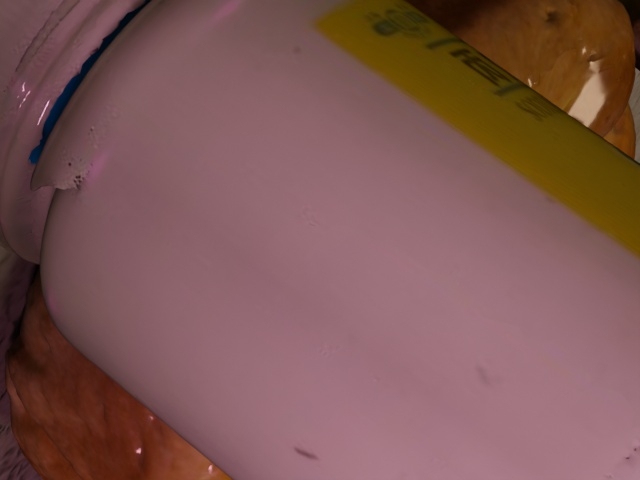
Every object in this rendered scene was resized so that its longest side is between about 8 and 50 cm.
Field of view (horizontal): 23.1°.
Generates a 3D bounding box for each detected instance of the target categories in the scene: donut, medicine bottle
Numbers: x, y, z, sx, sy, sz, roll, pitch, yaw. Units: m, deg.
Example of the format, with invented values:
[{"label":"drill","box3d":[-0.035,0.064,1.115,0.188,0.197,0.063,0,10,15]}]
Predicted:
[{"label":"donut","box3d":[0.006,0.007,0.687,0.317,0.150,0.299,-46,163,-19]},{"label":"medicine bottle","box3d":[0.000,0.000,0.457,0.143,0.258,0.143,-48,163,-20]}]

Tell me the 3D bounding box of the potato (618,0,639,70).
[{"label":"potato","box3d":[0.337,-0.168,0.759,0.397,0.290,0.296,2,124,-40]}]
